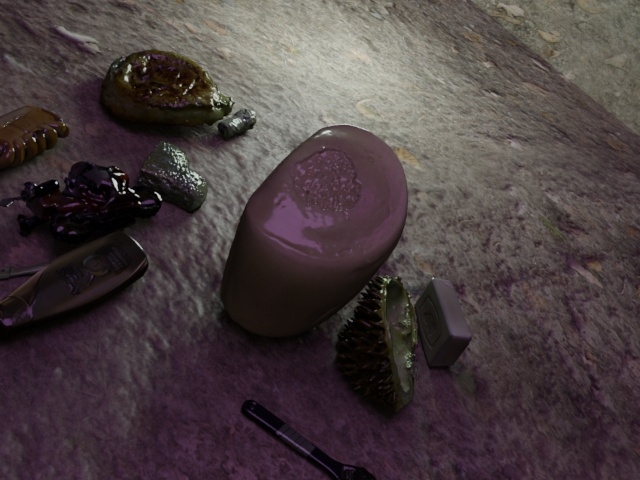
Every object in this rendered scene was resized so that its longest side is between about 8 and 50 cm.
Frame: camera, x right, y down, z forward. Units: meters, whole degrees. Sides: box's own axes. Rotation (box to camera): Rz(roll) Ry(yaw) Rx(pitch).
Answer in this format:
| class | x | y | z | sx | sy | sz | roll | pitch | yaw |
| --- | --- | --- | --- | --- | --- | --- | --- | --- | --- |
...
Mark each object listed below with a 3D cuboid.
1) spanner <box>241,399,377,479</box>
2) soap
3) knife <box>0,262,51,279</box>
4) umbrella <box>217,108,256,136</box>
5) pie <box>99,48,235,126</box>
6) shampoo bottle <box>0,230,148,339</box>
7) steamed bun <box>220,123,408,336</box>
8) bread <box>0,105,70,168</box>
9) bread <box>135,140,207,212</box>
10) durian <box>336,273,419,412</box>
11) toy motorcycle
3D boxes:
| class | x | y | z | sx | sy | sz | roll | pitch | yaw |
| --- | --- | --- | --- | --- | --- | --- | --- | --- | --- |
| spanner | -0.023 | 0.409 | 1.690 | 0.316 | 0.024 | 0.087 | 34 | 39 | 11 |
| soap | 0.283 | 0.193 | 2.005 | 0.063 | 0.121 | 0.183 | 8 | 42 | -22 |
| knife | -0.623 | 0.063 | 1.743 | 0.207 | 0.014 | 0.030 | -11 | 54 | -35 |
| umbrella | -0.223 | -0.321 | 2.339 | 0.067 | 0.062 | 0.143 | 11 | 32 | 30 |
| pie | -0.408 | -0.397 | 2.278 | 0.354 | 0.103 | 0.288 | -9 | 45 | -30 |
| shampoo bottle | -0.508 | 0.093 | 1.719 | 0.125 | 0.084 | 0.350 | 43 | 43 | 15 |
| steamed bun | 0.000 | 0.000 | 1.868 | 0.290 | 0.371 | 0.456 | 35 | 51 | 7 |
| bread | -0.693 | -0.236 | 1.974 | 0.134 | 0.081 | 0.225 | 32 | 42 | 15 |
| bread | -0.371 | -0.165 | 2.084 | 0.172 | 0.064 | 0.232 | -6 | 48 | -35 |
| durian | 0.156 | 0.198 | 1.913 | 0.198 | 0.163 | 0.394 | 26 | 34 | -5 |
| toy motorcycle | -0.542 | -0.081 | 1.849 | 0.207 | 0.134 | 0.401 | 42 | 41 | 18 |
